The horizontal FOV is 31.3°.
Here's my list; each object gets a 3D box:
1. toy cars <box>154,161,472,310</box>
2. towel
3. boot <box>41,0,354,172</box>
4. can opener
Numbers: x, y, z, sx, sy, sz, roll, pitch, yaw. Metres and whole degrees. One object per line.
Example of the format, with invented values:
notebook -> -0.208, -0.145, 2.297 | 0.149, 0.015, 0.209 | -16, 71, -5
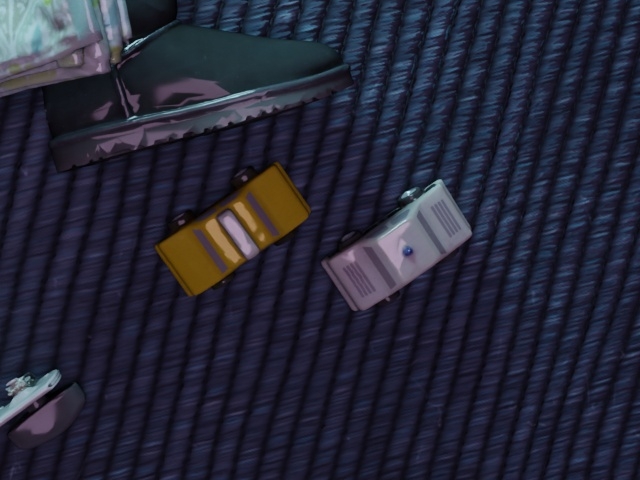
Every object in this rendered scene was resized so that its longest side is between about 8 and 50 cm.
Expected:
toy cars -> 0.000, 0.000, 1.388 | 0.394, 0.087, 0.176 | 6, 96, -10
towel -> -0.372, -0.330, 1.193 | 0.320, 0.090, 0.374 | -8, 101, 34
boot -> -0.187, -0.337, 1.297 | 0.367, 0.146, 0.445 | -16, 95, -9
can opener -> -0.413, 0.247, 1.357 | 0.280, 0.074, 0.093 | -33, 102, -4
